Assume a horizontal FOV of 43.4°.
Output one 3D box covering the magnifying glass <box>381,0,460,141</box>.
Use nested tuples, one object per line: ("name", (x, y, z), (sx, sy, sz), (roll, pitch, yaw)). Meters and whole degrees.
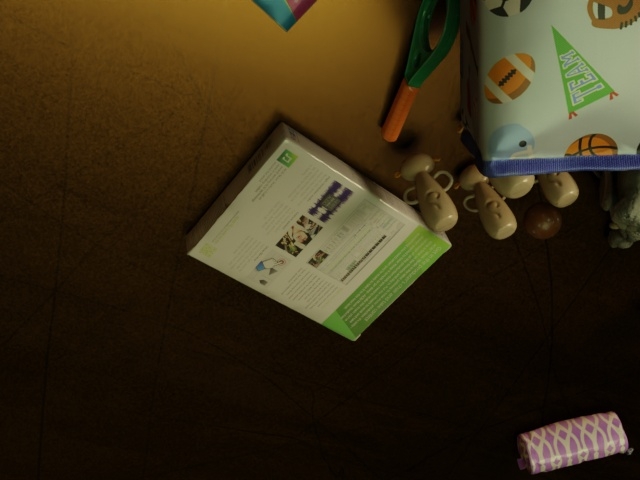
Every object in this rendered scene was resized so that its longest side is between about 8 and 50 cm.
("magnifying glass", (0.125, -0.224, 1.032), (0.026, 0.092, 0.231), (4, 135, -17))

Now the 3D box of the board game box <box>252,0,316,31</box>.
("board game box", (-0.014, -0.413, 0.854), (0.224, 0.097, 0.303), (36, 113, -29))

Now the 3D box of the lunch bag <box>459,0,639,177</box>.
("lunch bag", (0.339, -0.245, 0.809), (0.386, 0.239, 0.327), (-3, 110, 4))

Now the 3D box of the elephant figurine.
("elephant figurine", (0.458, -0.079, 1.158), (0.169, 0.239, 0.186), (31, 100, -7))

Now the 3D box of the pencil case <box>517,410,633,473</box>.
("pencil case", (0.481, 0.388, 1.540), (0.206, 0.086, 0.088), (-11, 150, 0))

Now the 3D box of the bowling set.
("bowling set", (0.260, -0.092, 1.132), (0.287, 0.154, 0.200), (-25, 145, 6))

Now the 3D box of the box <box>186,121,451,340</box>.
("box", (0.000, 0.000, 1.183), (0.322, 0.058, 0.232), (31, 115, -27))
